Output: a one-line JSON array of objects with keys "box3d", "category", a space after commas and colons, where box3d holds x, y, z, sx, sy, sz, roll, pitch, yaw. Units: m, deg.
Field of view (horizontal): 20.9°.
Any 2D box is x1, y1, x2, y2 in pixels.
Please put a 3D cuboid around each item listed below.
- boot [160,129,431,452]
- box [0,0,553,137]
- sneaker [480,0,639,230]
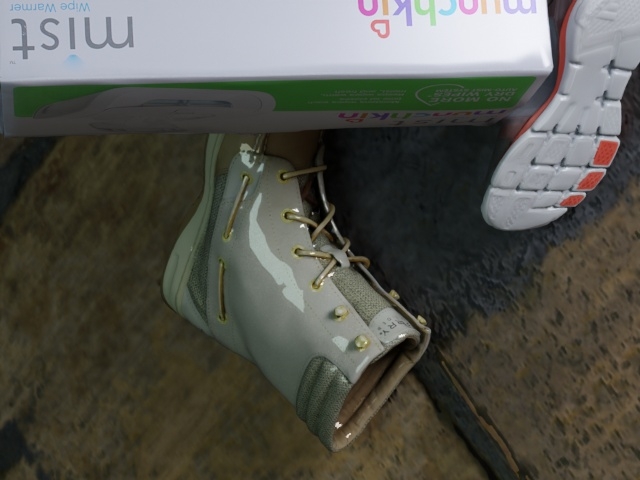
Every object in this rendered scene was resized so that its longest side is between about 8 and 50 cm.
[{"box3d": [0.000, 0.000, 1.004, 0.165, 0.077, 0.213, 42, 125, 29], "category": "boot"}, {"box3d": [-0.034, -0.174, 0.864, 0.127, 0.262, 0.231, 135, 133, -76], "category": "box"}, {"box3d": [0.125, -0.079, 0.914, 0.158, 0.061, 0.065, -65, 30, 24], "category": "sneaker"}]
